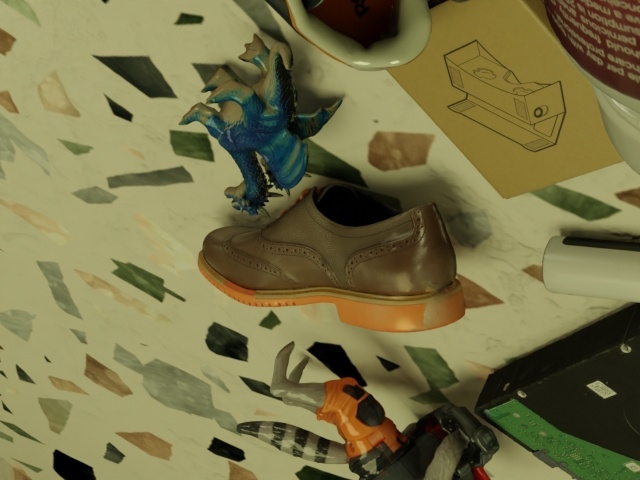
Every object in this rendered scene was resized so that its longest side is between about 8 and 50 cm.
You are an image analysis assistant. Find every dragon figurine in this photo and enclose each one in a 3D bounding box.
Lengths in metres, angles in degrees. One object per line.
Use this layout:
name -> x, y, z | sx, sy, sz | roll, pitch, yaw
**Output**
dragon figurine -> -0.037, -0.108, 1.060 | 0.144, 0.085, 0.289 | 37, 152, -15

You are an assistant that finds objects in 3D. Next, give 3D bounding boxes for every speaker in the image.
speaker -> 0.274, 0.028, 1.029 | 0.136, 0.055, 0.055 | 6, 141, 34

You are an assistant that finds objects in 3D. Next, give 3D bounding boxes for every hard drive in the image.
hard drive -> 0.343, 0.178, 1.177 | 0.237, 0.064, 0.339 | 35, 147, -8

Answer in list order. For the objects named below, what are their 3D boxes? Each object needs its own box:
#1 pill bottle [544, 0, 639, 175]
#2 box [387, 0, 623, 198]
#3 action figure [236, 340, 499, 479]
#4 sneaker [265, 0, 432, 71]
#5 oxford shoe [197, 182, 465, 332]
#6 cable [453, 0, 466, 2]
pill bottle -> 0.210, -0.199, 0.576 | 0.224, 0.224, 0.392 | 11, 153, 28
box -> 0.154, -0.125, 0.944 | 0.201, 0.021, 0.164 | 44, 146, -21
action figure -> 0.075, 0.278, 1.415 | 0.330, 0.178, 0.341 | 38, 160, 11
sneaker -> -0.033, -0.244, 0.804 | 0.321, 0.126, 0.127 | 38, -177, -27
oxford shoe -> 0.000, 0.000, 1.191 | 0.363, 0.130, 0.133 | 7, 109, 44
cable -> 0.086, -0.270, 0.736 | 0.139, 0.072, 0.287 | 28, 144, 6
